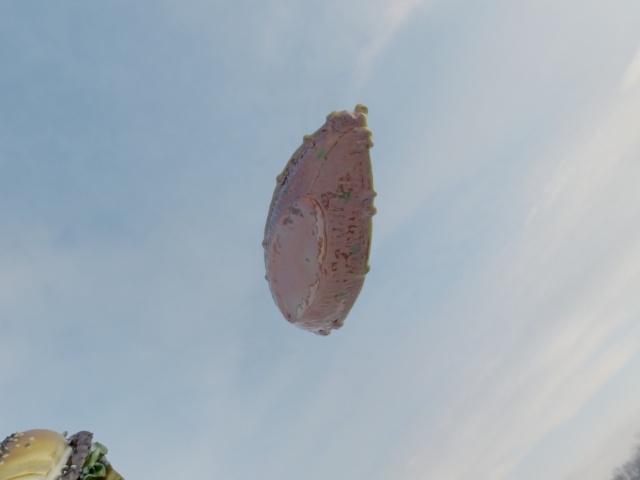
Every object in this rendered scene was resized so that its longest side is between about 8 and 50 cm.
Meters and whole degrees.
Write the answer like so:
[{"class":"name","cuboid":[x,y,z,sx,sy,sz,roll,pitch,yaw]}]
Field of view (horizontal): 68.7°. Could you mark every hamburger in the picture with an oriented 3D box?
[{"class":"hamburger","cuboid":[-0.219,0.207,0.328,0.093,0.164,0.189,38,-40,-13]}]

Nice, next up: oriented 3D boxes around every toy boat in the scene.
[{"class":"toy boat","cuboid":[-0.003,0.004,0.543,0.099,0.141,0.318,-43,-31,-51]}]
